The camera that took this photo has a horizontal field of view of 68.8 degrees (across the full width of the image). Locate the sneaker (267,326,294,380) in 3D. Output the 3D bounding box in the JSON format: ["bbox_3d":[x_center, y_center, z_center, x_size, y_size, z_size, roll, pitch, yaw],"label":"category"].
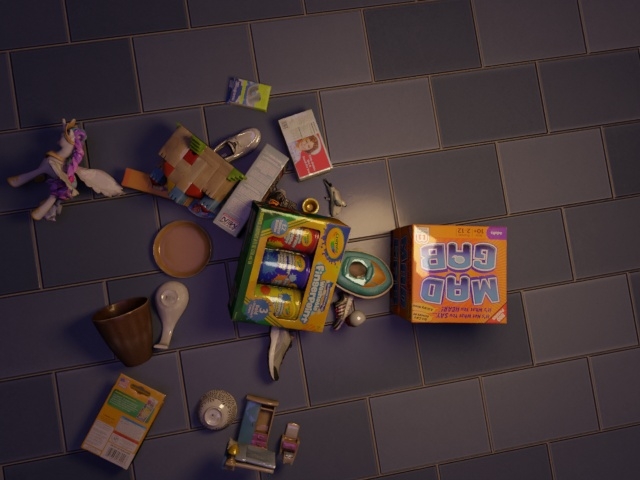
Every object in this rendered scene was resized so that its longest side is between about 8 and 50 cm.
[{"bbox_3d":[-0.165,0.442,1.921,0.108,0.100,0.272,7,87,-9],"label":"sneaker"}]

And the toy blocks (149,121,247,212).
[{"bbox_3d":[-0.499,-0.250,1.806,0.381,0.191,0.261,39,91,12],"label":"toy blocks"}]

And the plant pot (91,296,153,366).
[{"bbox_3d":[-0.751,0.371,1.840,0.215,0.215,0.231,-15,103,-5],"label":"plant pot"}]

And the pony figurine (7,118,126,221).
[{"bbox_3d":[-0.998,-0.249,1.818,0.363,0.303,0.351,-42,78,12],"label":"pony figurine"}]

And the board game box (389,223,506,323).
[{"bbox_3d":[0.488,0.127,1.852,0.356,0.356,0.357,1,87,-5],"label":"board game box"}]

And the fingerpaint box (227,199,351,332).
[{"bbox_3d":[-0.125,0.107,1.811,0.371,0.163,0.445,12,100,-20],"label":"fingerpaint box"}]

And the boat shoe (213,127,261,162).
[{"bbox_3d":[-0.358,-0.385,1.945,0.258,0.084,0.095,-39,91,-5],"label":"boat shoe"}]

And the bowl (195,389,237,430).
[{"bbox_3d":[-0.429,0.703,1.898,0.170,0.080,0.170,0,88,-3],"label":"bowl"}]

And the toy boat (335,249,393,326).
[{"bbox_3d":[0.163,0.196,1.887,0.267,0.148,0.318,14,74,-7],"label":"toy boat"}]

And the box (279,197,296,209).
[{"bbox_3d":[-0.139,-0.137,1.957,0.018,0.083,0.067,15,86,38],"label":"box"}]

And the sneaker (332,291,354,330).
[{"bbox_3d":[0.078,0.291,1.962,0.074,0.063,0.170,23,81,-3],"label":"sneaker"}]

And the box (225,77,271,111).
[{"bbox_3d":[-0.306,-0.619,1.981,0.178,0.042,0.109,12,86,-4],"label":"box"}]

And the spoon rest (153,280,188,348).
[{"bbox_3d":[-0.623,0.303,1.911,0.137,0.084,0.276,8,74,-5],"label":"spoon rest"}]

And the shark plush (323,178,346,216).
[{"bbox_3d":[0.045,-0.186,1.985,0.067,0.073,0.161,-25,95,25],"label":"shark plush"}]

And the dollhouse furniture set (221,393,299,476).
[{"bbox_3d":[-0.207,0.758,1.801,0.286,0.303,0.198,14,88,-4],"label":"dollhouse furniture set"}]

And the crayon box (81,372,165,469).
[{"bbox_3d":[-0.775,0.711,1.870,0.203,0.083,0.323,28,87,-3],"label":"crayon box"}]

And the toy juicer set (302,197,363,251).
[{"bbox_3d":[0.000,0.000,1.954,0.209,0.089,0.329,-45,92,-5],"label":"toy juicer set"}]

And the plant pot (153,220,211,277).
[{"bbox_3d":[-0.570,0.036,1.939,0.236,0.032,0.236,0,87,-4],"label":"plant pot"}]

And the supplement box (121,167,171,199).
[{"bbox_3d":[-0.684,-0.226,1.920,0.233,0.080,0.078,16,87,-2],"label":"supplement box"}]

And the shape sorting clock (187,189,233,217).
[{"bbox_3d":[-0.466,-0.195,1.937,0.206,0.040,0.206,-2,96,-15],"label":"shape sorting clock"}]

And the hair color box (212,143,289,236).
[{"bbox_3d":[-0.275,-0.192,1.893,0.113,0.185,0.374,34,86,-3],"label":"hair color box"}]

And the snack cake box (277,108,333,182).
[{"bbox_3d":[-0.065,-0.396,1.966,0.152,0.089,0.264,-20,89,-7],"label":"snack cake box"}]

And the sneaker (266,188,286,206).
[{"bbox_3d":[-0.208,-0.119,1.947,0.084,0.083,0.215,29,84,-1],"label":"sneaker"}]
